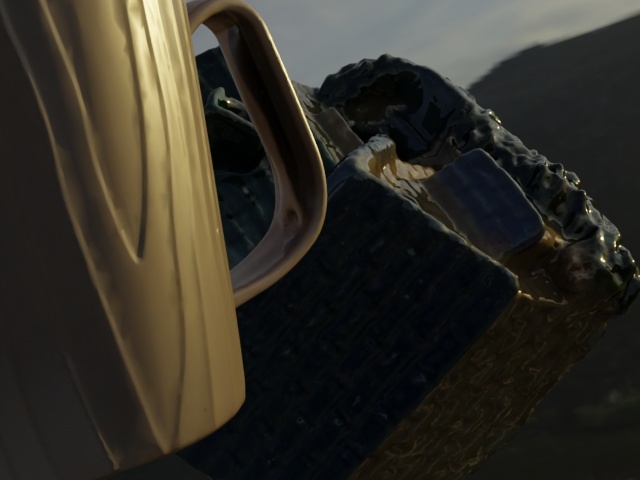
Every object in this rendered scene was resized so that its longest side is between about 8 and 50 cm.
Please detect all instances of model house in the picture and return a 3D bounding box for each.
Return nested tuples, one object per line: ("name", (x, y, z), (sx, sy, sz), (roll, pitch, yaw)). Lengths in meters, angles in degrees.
("model house", (0.000, 0.000, 1.258), (0.400, 0.445, 0.395), (13, -55, -48))

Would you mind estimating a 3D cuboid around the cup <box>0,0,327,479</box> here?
("cup", (-0.144, -0.037, 0.631), (0.208, 0.273, 0.288), (-7, 8, 23))
